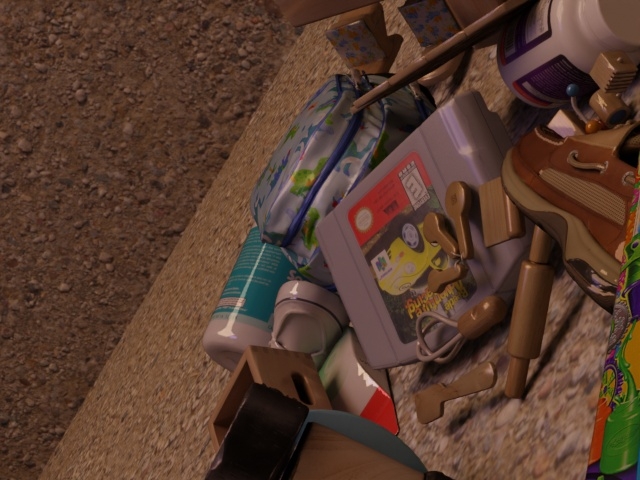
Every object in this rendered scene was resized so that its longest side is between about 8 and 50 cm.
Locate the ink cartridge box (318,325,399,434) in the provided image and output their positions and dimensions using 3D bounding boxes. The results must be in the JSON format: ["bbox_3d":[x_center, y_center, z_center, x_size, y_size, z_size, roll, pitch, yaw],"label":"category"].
[{"bbox_3d":[0.013,0.221,1.705,0.181,0.056,0.225,-59,11,16],"label":"ink cartridge box"}]

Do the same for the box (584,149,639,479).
[{"bbox_3d":[0.287,0.006,0.613,0.290,0.177,0.279,-30,31,43],"label":"box"}]

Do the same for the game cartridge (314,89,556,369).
[{"bbox_3d":[0.108,0.008,1.509,0.060,0.196,0.294,-15,-19,-37],"label":"game cartridge"}]

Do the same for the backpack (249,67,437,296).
[{"bbox_3d":[0.042,-0.061,1.822,0.290,0.273,0.355,-53,28,11],"label":"backpack"}]

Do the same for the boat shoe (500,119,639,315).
[{"bbox_3d":[0.242,-0.029,1.189,0.120,0.122,0.324,-54,22,13],"label":"boat shoe"}]

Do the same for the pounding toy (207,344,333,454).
[{"bbox_3d":[-0.058,0.257,1.685,0.206,0.094,0.181,-62,32,30],"label":"pounding toy"}]

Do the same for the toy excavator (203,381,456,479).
[{"bbox_3d":[-0.051,0.369,1.388,0.445,0.222,0.433,107,-172,-80],"label":"toy excavator"}]

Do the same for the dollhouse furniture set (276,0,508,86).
[{"bbox_3d":[0.083,-0.353,1.953,0.394,0.362,0.256,-12,36,35],"label":"dollhouse furniture set"}]

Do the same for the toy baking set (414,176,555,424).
[{"bbox_3d":[0.146,0.059,1.385,0.197,0.030,0.256,22,107,63],"label":"toy baking set"}]

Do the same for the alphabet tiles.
[{"bbox_3d":[0.190,-0.235,1.620,0.342,0.011,0.285,-30,1,44],"label":"alphabet tiles"}]

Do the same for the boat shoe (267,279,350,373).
[{"bbox_3d":[-0.019,0.140,1.829,0.258,0.095,0.084,87,-160,-58],"label":"boat shoe"}]

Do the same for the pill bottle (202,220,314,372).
[{"bbox_3d":[-0.052,0.059,2.098,0.264,0.146,0.146,-67,13,-22],"label":"pill bottle"}]

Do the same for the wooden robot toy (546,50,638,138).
[{"bbox_3d":[0.253,-0.088,1.413,0.173,0.076,0.079,-55,49,29],"label":"wooden robot toy"}]

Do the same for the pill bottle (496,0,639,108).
[{"bbox_3d":[0.259,-0.202,1.478,0.108,0.108,0.193,-66,13,-16],"label":"pill bottle"}]
